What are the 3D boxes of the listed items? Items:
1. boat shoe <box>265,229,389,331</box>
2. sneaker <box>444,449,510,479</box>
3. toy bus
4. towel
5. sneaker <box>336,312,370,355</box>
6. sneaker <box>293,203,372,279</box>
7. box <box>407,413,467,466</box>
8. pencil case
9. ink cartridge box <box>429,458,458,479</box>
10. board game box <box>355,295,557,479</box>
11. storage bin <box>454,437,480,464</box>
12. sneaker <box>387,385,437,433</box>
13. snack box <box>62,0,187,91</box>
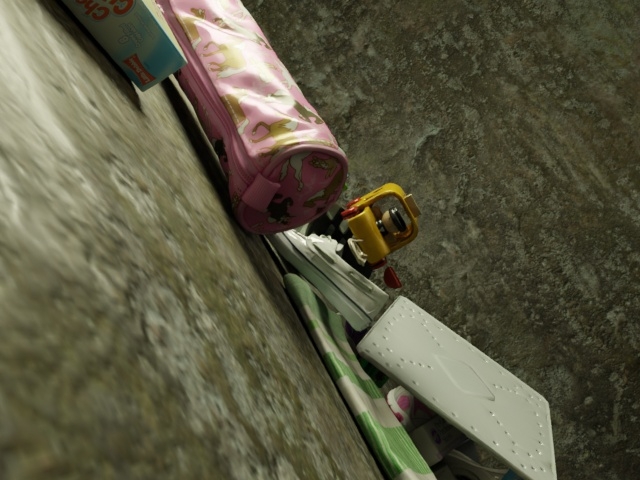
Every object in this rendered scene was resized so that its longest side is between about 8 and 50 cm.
[{"bbox_3d":[0.004,0.031,0.876,0.226,0.076,0.083,45,-4,6],"label":"boat shoe"},{"bbox_3d":[0.348,0.530,1.224,0.281,0.105,0.115,16,16,9],"label":"sneaker"},{"bbox_3d":[0.102,-0.031,0.918,0.191,0.104,0.202,46,18,-50],"label":"toy bus"},{"bbox_3d":[0.064,0.212,0.812,0.325,0.038,0.248,60,2,26],"label":"towel"},{"bbox_3d":[0.079,0.186,1.225,0.068,0.071,0.170,60,1,31],"label":"sneaker"},{"bbox_3d":[0.000,0.000,1.075,0.146,0.122,0.330,28,-16,32],"label":"sneaker"},{"bbox_3d":[0.247,0.354,1.131,0.324,0.063,0.067,3,52,-58],"label":"box"},{"bbox_3d":[-0.108,-0.188,0.795,0.386,0.167,0.160,59,-21,26],"label":"pencil case"},{"bbox_3d":[0.236,0.466,1.073,0.135,0.056,0.099,59,0,7],"label":"ink cartridge box"},{"bbox_3d":[0.265,0.280,1.145,0.390,0.050,0.390,36,18,11],"label":"board game box"},{"bbox_3d":[0.325,0.535,1.474,0.098,0.135,0.091,-19,-89,67],"label":"storage bin"},{"bbox_3d":[0.227,0.387,1.317,0.103,0.111,0.252,58,1,-12],"label":"sneaker"},{"bbox_3d":[-0.243,-0.312,0.558,0.322,0.060,0.187,60,2,26],"label":"snack box"}]
